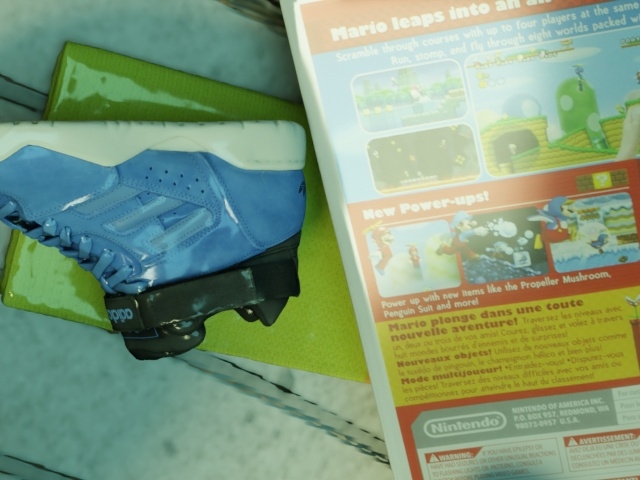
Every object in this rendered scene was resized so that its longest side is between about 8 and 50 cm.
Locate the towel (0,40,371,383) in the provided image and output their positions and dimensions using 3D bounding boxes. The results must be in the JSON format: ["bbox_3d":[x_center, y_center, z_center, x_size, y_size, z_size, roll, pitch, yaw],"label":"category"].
[{"bbox_3d":[0.000,0.000,0.626,0.237,0.021,0.102,13,94,-23],"label":"towel"}]

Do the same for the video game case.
[{"bbox_3d":[0.114,0.023,0.591,0.204,0.025,0.285,-8,111,14],"label":"video game case"}]

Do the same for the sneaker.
[{"bbox_3d":[-0.075,0.002,0.552,0.152,0.058,0.085,-2,92,-27],"label":"sneaker"}]
